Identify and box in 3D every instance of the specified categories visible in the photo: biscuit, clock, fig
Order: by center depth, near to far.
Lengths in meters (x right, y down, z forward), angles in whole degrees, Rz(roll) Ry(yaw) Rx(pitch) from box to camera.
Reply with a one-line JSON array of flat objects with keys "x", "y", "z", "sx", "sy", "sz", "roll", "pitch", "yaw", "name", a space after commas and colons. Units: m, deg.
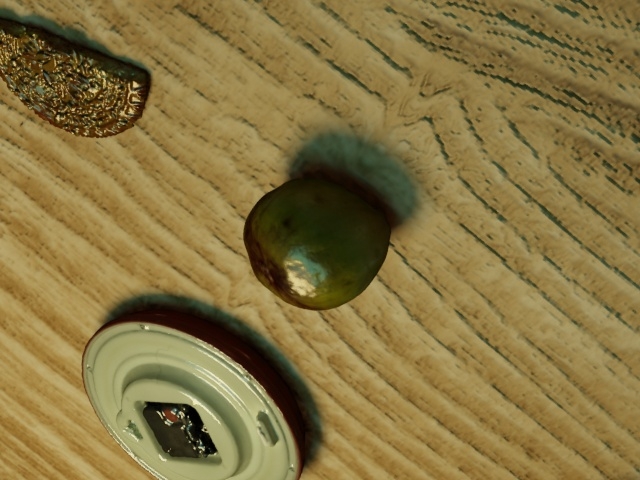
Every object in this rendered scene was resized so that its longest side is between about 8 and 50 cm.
[{"x": -0.009, "y": 0.006, "z": 1.439, "sx": 0.153, "sy": 0.120, "sz": 0.136, "roll": 17, "pitch": 139, "yaw": 20, "name": "fig"}, {"x": -0.277, "y": -0.166, "z": 1.531, "sx": 0.206, "sy": 0.025, "sz": 0.126, "roll": 21, "pitch": 136, "yaw": 16, "name": "biscuit"}, {"x": -0.163, "y": 0.221, "z": 1.764, "sx": 0.319, "sy": 0.080, "sz": 0.318, "roll": 18, "pitch": 135, "yaw": 19, "name": "clock"}]
